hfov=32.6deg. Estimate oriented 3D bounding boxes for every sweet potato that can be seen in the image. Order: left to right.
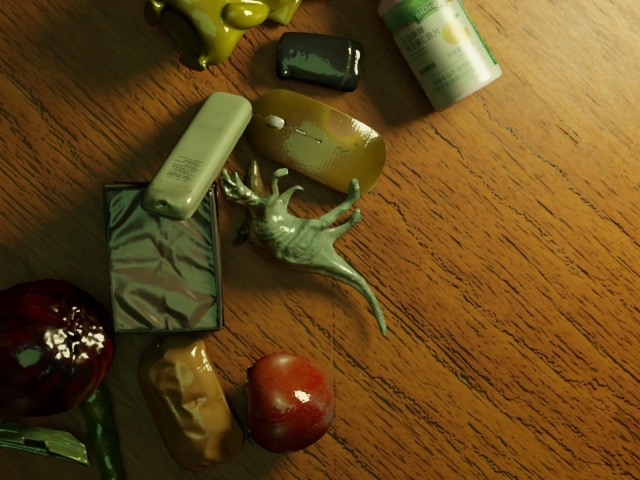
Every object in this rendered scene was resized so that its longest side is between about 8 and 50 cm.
[{"bbox_3d":[-0.118,-0.062,1.868,0.041,0.038,0.153,12,98,16],"label":"sweet potato"}]

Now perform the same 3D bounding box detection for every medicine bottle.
[{"bbox_3d":[0.184,-0.364,1.850,0.133,0.133,0.274,-31,93,-5],"label":"medicine bottle"}]

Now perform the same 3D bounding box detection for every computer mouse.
[{"bbox_3d":[-0.006,-0.167,1.871,0.245,0.056,0.125,26,87,-4],"label":"computer mouse"}]

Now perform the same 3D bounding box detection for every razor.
[{"bbox_3d":[-0.003,-0.307,1.869,0.148,0.054,0.090,9,86,-7],"label":"razor"}]

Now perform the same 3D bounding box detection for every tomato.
[{"bbox_3d":[-0.051,0.274,1.818,0.167,0.167,0.167,0,90,-6],"label":"tomato"}]

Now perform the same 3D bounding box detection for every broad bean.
[{"bbox_3d":[-0.358,0.353,1.837,0.052,0.053,0.256,-18,94,-44],"label":"broad bean"}]

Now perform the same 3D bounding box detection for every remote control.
[{"bbox_3d":[-0.195,-0.144,1.760,0.090,0.038,0.309,15,44,9],"label":"remote control"}]

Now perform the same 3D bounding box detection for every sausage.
[{"bbox_3d":[-0.216,0.266,1.816,0.136,0.120,0.241,-20,96,-2],"label":"sausage"}]

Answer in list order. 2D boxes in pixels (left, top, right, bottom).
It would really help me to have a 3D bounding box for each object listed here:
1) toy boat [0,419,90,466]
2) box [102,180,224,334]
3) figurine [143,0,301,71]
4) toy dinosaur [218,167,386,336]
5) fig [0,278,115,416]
[{"bbox_3d":[-0.524,0.327,1.800,0.293,0.093,0.055,8,71,-7],"label":"toy boat"},{"bbox_3d":[-0.253,0.026,1.796,0.188,0.153,0.252,-1,92,-6],"label":"box"},{"bbox_3d":[-0.125,-0.417,1.802,0.327,0.169,0.218,-38,110,-2],"label":"figurine"},{"bbox_3d":[0.000,0.000,1.856,0.206,0.092,0.393,-33,111,-3],"label":"toy dinosaur"},{"bbox_3d":[-0.459,0.178,1.744,0.263,0.224,0.224,-17,92,4],"label":"fig"}]
